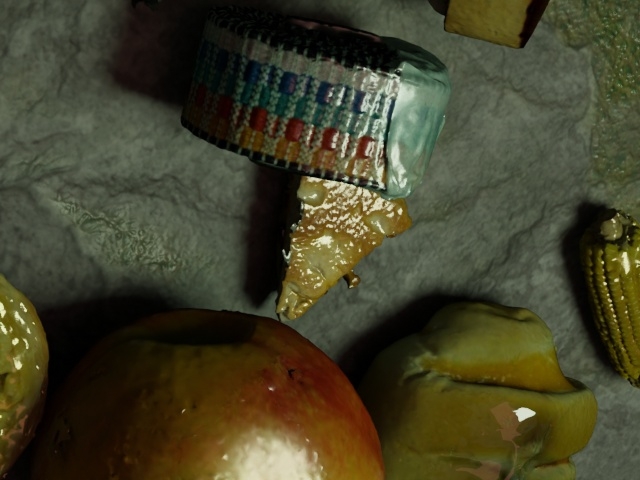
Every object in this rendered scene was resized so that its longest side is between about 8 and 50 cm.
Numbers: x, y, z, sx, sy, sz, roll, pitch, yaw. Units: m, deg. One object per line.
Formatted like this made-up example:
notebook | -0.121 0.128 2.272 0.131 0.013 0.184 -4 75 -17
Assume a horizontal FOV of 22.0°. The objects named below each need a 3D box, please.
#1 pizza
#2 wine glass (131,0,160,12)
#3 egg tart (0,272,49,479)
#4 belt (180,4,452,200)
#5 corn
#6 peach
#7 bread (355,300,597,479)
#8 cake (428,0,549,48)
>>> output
pizza | -0.002 -0.001 1.735 0.154 0.069 0.194 22 105 -35
wine glass | -0.037 -0.349 1.494 0.357 0.190 0.190 -22 120 -16
egg tart | -0.408 0.126 1.521 0.315 0.120 0.315 -11 114 -26
belt | 0.000 -0.137 1.591 0.258 0.207 0.150 11 106 -16
corn | 0.366 0.072 1.965 0.097 0.097 0.261 -30 125 -16
peach | -0.111 0.251 1.639 0.373 0.290 0.372 -11 114 -26
bread | 0.175 0.241 1.858 0.300 0.210 0.341 25 96 -38
cake | 0.163 -0.308 1.644 0.178 0.185 0.207 28 119 0
